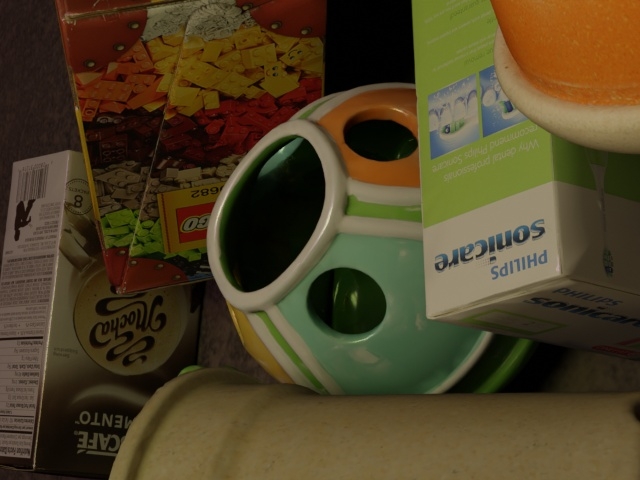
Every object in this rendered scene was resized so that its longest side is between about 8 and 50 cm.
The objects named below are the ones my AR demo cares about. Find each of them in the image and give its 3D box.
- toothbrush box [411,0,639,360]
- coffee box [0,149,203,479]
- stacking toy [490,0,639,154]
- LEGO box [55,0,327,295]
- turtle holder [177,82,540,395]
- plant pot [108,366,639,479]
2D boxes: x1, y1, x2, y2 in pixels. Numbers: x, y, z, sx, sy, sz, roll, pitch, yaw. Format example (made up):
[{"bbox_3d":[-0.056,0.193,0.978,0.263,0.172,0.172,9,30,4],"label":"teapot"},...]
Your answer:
[{"bbox_3d":[0.175,-0.080,1.041,0.122,0.206,0.283,-23,63,46],"label":"toothbrush box"},{"bbox_3d":[-0.214,0.078,1.520,0.119,0.168,0.297,-7,76,51],"label":"coffee box"},{"bbox_3d":[0.142,-0.311,0.734,0.350,0.480,0.350,-28,27,16],"label":"stacking toy"},{"bbox_3d":[-0.143,-0.268,1.367,0.372,0.193,0.500,91,166,-58],"label":"LEGO box"},{"bbox_3d":[0.022,0.019,1.174,0.320,0.227,0.243,-25,60,40],"label":"turtle holder"},{"bbox_3d":[0.082,0.221,0.954,0.305,0.334,0.334,-11,70,25],"label":"plant pot"}]
